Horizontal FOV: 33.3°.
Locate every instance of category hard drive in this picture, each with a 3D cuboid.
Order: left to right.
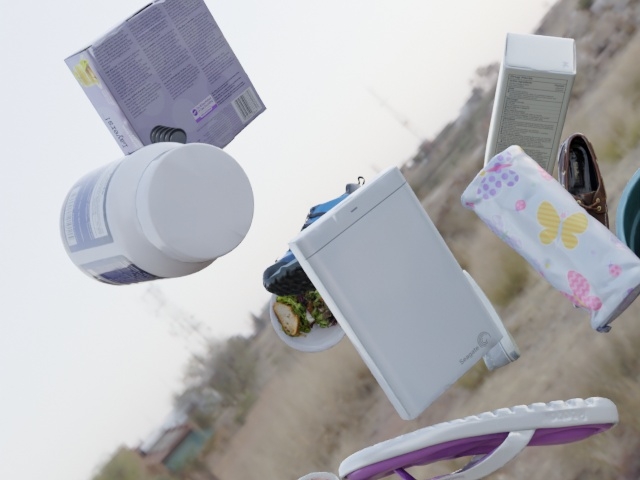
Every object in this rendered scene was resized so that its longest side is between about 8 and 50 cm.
[{"bbox_3d":[0.131,0.085,1.772,0.233,0.353,0.047,-38,11,-25],"label":"hard drive"}]

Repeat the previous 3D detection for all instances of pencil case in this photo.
[{"bbox_3d":[0.316,-0.005,1.439,0.113,0.273,0.124,-43,-14,-5],"label":"pencil case"}]

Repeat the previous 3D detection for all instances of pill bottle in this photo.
[{"bbox_3d":[-0.189,-0.029,1.226,0.153,0.153,0.264,-45,18,-26],"label":"pill bottle"}]

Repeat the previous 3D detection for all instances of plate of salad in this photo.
[{"bbox_3d":[-0.015,0.151,2.399,0.200,0.200,0.048,-46,10,-16],"label":"plate of salad"}]

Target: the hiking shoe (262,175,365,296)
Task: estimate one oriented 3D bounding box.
[{"bbox_3d":[0.000,0.000,2.187,0.304,0.132,0.113,-33,-36,-11],"label":"hiking shoe"}]

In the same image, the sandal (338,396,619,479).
[{"bbox_3d":[0.234,0.308,1.530,0.416,0.102,0.169,-12,-22,-3],"label":"sandal"}]

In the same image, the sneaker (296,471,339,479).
[{"bbox_3d":[-0.069,0.411,1.254,0.302,0.121,0.108,-36,28,-22],"label":"sneaker"}]

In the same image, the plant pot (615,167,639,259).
[{"bbox_3d":[0.707,0.041,1.908,0.341,0.341,0.334,-47,-29,-9],"label":"plant pot"}]

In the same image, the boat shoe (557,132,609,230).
[{"bbox_3d":[0.414,-0.067,1.692,0.073,0.207,0.073,-10,-12,2],"label":"boat shoe"}]

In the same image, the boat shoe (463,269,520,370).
[{"bbox_3d":[0.298,0.152,2.043,0.081,0.227,0.079,-33,-43,8],"label":"boat shoe"}]

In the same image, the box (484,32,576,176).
[{"bbox_3d":[0.426,-0.260,2.200,0.311,0.148,0.121,94,-173,-46],"label":"box"}]

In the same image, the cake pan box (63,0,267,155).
[{"bbox_3d":[-0.225,-0.241,1.641,0.070,0.246,0.267,-9,30,44],"label":"cake pan box"}]
